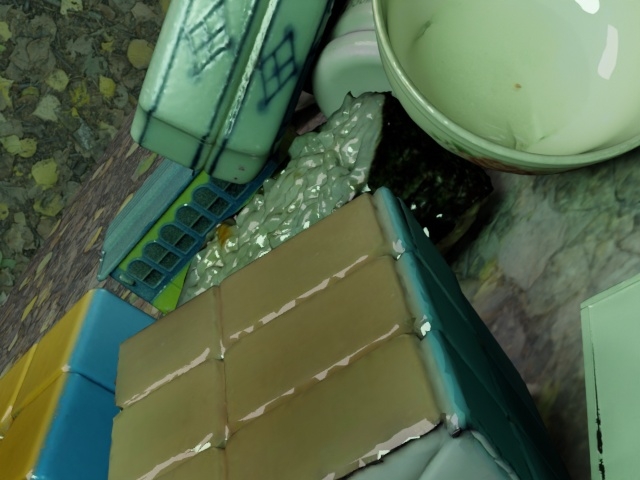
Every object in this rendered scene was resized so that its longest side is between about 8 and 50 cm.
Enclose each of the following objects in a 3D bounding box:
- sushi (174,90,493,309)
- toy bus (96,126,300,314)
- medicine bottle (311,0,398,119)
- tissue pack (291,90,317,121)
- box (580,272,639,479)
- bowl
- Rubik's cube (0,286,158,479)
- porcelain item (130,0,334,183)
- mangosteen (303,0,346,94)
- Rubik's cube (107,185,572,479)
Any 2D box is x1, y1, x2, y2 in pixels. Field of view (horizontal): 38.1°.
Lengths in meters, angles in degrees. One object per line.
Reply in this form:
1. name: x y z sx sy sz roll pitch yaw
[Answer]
1. sushi: 0.005 0.014 0.931 0.350 0.170 0.211 -46 26 22
2. toy bus: -0.150 -0.038 1.284 0.312 0.190 0.152 -45 25 24
3. medicine bottle: 0.137 -0.256 0.996 0.202 0.202 0.316 -17 44 56
4. tissue pack: -0.036 -0.339 1.563 0.245 0.123 0.332 -31 32 41
5. box: 0.218 0.112 0.478 0.129 0.086 0.225 -35 30 38
6. bowl: 0.172 -0.175 0.779 0.277 0.277 0.145 -62 -4 -15
7. Rubik's cube: -0.173 0.273 0.770 0.291 0.290 0.292 -40 28 32
8. porcelain item: -0.086 -0.218 0.999 0.281 0.157 0.286 -109 41 -72
9. mangosteen: 0.054 -0.300 1.202 0.243 0.243 0.243 -43 25 26
10. Rubik's cube: 0.022 0.147 0.575 0.221 0.231 0.225 -31 32 12
